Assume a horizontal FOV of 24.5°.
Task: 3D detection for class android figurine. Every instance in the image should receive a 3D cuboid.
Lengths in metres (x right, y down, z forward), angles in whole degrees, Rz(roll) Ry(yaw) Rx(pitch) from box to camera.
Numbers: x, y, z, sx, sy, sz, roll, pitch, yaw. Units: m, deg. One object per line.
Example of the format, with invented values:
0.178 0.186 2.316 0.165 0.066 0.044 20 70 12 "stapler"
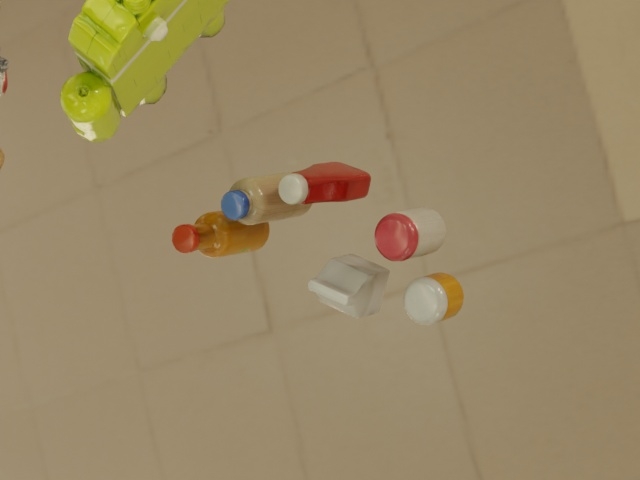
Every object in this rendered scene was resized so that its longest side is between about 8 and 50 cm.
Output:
-0.126 -0.191 1.208 0.056 0.273 0.248 40 80 2 "android figurine"

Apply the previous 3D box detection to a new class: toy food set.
0.000 0.000 1.200 0.232 0.104 0.111 24 109 28 "toy food set"

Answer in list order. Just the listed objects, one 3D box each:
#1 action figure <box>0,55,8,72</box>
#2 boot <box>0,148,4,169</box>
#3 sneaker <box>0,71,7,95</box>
-0.372 -0.211 1.587 0.137 0.063 0.232 91 179 -61 "action figure"
-0.570 -0.102 1.932 0.211 0.295 0.104 -47 21 47 "boot"
-0.570 -0.247 2.169 0.225 0.092 0.088 12 118 7 "sneaker"
